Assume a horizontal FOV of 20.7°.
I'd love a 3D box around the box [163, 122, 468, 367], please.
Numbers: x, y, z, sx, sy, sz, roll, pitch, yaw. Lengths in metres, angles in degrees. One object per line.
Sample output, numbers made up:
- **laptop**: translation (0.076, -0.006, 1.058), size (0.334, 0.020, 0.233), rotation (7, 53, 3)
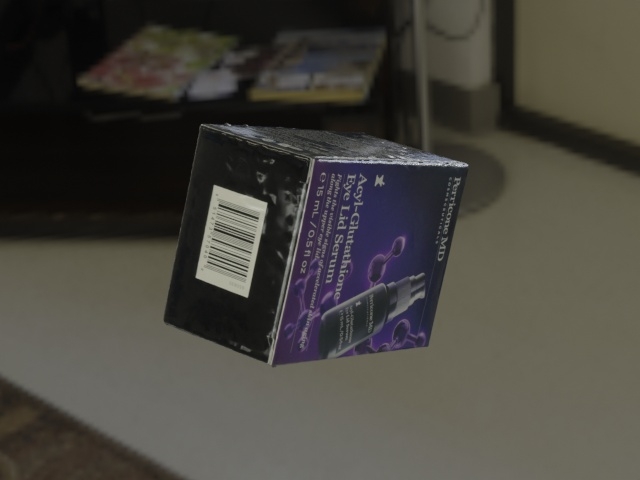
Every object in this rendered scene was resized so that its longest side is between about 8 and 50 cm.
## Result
- **box**: translation (0.000, 0.000, 1.291), size (0.108, 0.153, 0.207), rotation (19, 13, 35)
